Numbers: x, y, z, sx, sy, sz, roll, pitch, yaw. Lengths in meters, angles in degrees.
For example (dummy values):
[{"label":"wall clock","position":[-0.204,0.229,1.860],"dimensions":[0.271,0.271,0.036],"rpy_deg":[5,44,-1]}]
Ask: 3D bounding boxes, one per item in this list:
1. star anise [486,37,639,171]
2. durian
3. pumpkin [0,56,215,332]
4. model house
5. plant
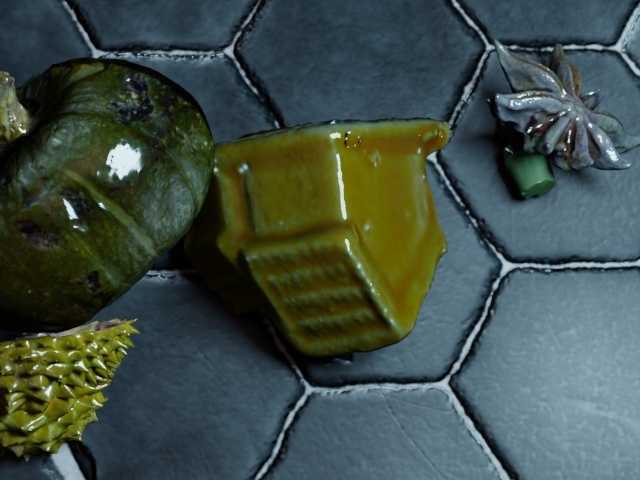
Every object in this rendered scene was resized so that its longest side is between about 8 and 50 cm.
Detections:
[{"label":"star anise","position":[0.252,-0.138,1.597],"dimensions":[0.205,0.061,0.180],"rpy_deg":[-8,65,-42]},{"label":"durian","position":[-0.290,0.132,1.517],"dimensions":[0.182,0.165,0.132],"rpy_deg":[15,35,-25]},{"label":"pumpkin","position":[-0.276,-0.039,1.442],"dimensions":[0.325,0.242,0.232],"rpy_deg":[-17,37,28]},{"label":"model house","position":[-0.006,0.002,1.545],"dimensions":[0.268,0.173,0.239],"rpy_deg":[-10,84,29]},{"label":"plant","position":[0.216,-0.098,1.617],"dimensions":[0.051,0.051,0.102],"rpy_deg":[-19,68,-6]}]
